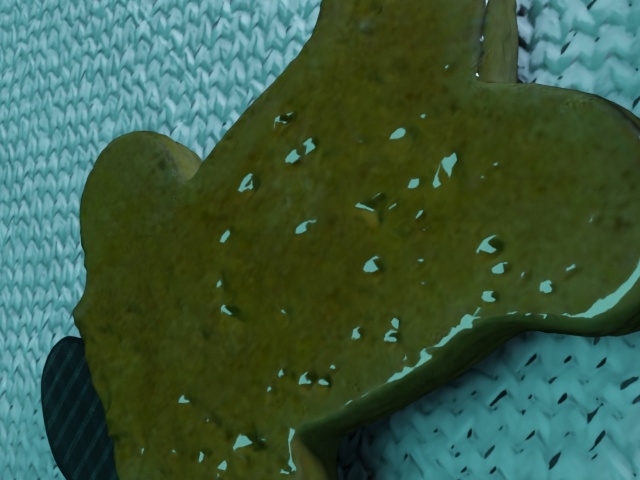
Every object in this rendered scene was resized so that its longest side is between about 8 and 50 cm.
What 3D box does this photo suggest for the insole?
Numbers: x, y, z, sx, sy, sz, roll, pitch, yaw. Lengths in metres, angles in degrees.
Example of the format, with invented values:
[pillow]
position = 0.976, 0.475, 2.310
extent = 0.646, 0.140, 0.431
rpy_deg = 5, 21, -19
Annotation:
[insole]
position = -0.184, 0.169, 0.800
extent = 0.110, 0.012, 0.309
rpy_deg = -59, 34, 15

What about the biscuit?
[biscuit]
position = 0.000, 0.000, 0.648
extent = 0.394, 0.076, 0.368
rpy_deg = -44, 51, 18
